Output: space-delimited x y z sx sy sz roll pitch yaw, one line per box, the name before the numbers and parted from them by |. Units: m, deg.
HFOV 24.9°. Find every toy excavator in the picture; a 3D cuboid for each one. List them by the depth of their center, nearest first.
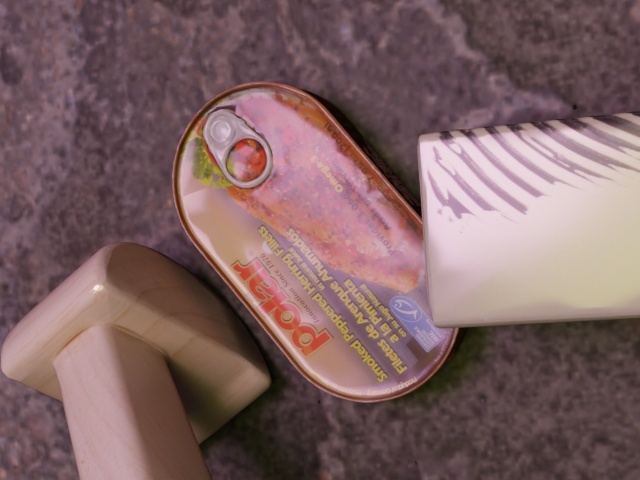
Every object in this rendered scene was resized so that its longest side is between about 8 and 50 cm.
toy excavator | 0.015 0.236 0.660 0.222 0.433 0.445 -39 107 18

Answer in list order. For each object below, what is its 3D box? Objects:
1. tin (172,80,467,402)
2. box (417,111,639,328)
tin | 0.000 0.000 0.772 0.106 0.040 0.189 -42 78 13
box | 0.190 -0.015 0.660 0.275 0.113 0.094 -5 90 19
